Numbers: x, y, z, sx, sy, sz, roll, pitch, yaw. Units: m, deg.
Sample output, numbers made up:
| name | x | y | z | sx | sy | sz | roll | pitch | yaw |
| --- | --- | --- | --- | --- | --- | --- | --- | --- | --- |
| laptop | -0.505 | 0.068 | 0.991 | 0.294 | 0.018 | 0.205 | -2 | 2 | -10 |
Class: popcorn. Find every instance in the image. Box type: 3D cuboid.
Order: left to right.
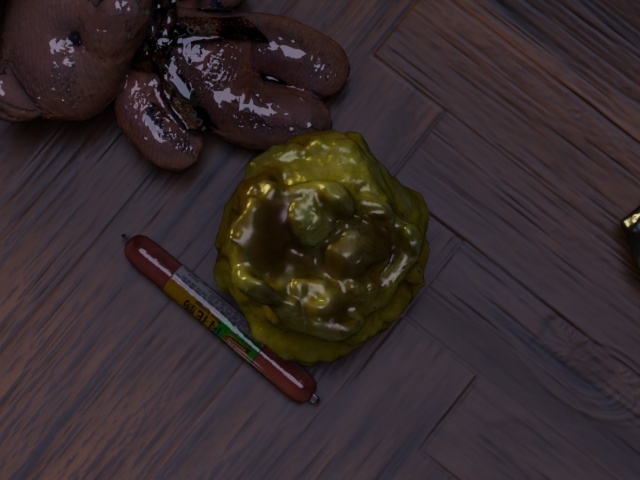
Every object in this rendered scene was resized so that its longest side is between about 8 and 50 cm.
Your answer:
| name | x | y | z | sx | sy | sz | roll | pitch | yaw |
| --- | --- | --- | --- | --- | --- | --- | --- | --- | --- |
| popcorn | 0.003 | 0.000 | 1.410 | 0.198 | 0.155 | 0.197 | 4 | 72 | -11 |

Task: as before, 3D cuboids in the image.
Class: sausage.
| name | x | y | z | sx | sy | sz | roll | pitch | yaw |
| --- | --- | --- | --- | --- | --- | --- | --- | --- | --- |
| sausage | -0.086 | 0.066 | 1.456 | 0.223 | 0.029 | 0.029 | 40 | 82 | 6 |

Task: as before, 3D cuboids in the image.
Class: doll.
| name | x | y | z | sx | sy | sz | roll | pitch | yaw |
| --- | --- | --- | --- | --- | --- | --- | --- | --- | --- |
| doll | -0.122 | -0.168 | 1.438 | 0.303 | 0.156 | 0.201 | 13 | 74 | -3 |

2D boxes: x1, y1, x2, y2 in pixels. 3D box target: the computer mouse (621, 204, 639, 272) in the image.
| name | x | y | z | sx | sy | sz | roll | pitch | yaw |
| --- | --- | --- | --- | --- | --- | --- | --- | --- | --- |
| computer mouse | 0.373 | -0.039 | 1.460 | 0.147 | 0.088 | 0.264 | 40 | 84 | 8 |
